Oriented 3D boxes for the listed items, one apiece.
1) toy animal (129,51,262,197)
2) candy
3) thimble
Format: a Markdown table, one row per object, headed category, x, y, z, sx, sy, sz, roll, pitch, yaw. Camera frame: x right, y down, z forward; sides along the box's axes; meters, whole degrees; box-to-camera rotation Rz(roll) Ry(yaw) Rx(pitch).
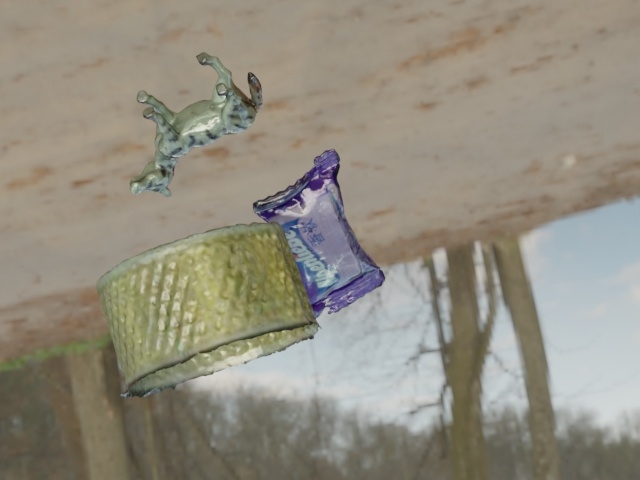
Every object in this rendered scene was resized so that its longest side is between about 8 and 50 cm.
| category | x | y | z | sx | sy | sz | roll | pitch | yaw |
| --- | --- | --- | --- | --- | --- | --- | --- | --- | --- |
| toy animal | -0.206 | -0.171 | 1.912 | 0.255 | 0.090 | 0.170 | -32 | 150 | 23 |
| candy | 0.000 | 0.000 | 1.915 | 0.145 | 0.070 | 0.275 | -28 | 130 | -6 |
| thimble | -0.148 | 0.089 | 1.672 | 0.270 | 0.150 | 0.271 | -19 | 169 | -4 |
